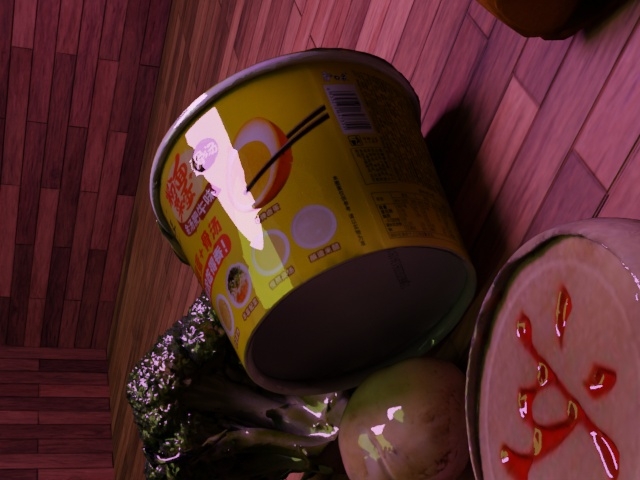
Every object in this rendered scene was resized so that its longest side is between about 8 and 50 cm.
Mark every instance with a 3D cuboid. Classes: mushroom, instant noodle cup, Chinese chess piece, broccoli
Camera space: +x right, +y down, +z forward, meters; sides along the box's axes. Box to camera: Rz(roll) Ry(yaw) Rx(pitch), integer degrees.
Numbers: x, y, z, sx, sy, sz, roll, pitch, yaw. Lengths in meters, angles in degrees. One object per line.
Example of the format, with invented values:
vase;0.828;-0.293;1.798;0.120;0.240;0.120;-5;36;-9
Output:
mushroom;0.083;0.176;0.826;0.148;0.112;0.148;-38;35;33
instant noodle cup;0.000;0.000;0.867;0.221;0.311;0.311;67;147;36
Chinese chess piece;0.189;0.110;0.572;0.250;0.103;0.250;-175;90;-72
broccoli;-0.071;0.189;1.067;0.283;0.321;0.304;15;84;34

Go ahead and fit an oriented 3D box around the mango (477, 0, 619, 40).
mango;0.177;-0.275;0.640;0.236;0.136;0.166;142;133;-57
